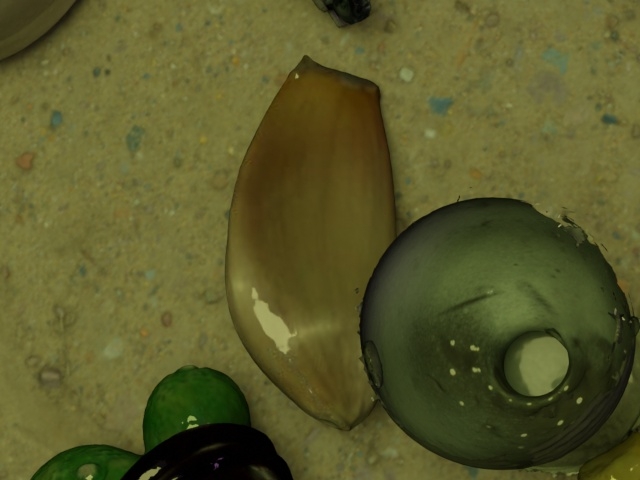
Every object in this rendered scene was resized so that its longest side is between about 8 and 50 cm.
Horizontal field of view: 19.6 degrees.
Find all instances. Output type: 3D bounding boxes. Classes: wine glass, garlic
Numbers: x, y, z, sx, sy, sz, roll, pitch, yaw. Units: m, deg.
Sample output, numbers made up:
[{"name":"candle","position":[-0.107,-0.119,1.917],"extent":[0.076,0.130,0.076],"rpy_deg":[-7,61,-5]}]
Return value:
[{"name":"wine glass","position":[0.145,0.081,1.352],"extent":[0.190,0.357,0.191],"rpy_deg":[-3,79,13]},{"name":"garlic","position":[-0.009,0.001,1.521],"extent":[0.143,0.112,0.318],"rpy_deg":[5,76,-10]}]

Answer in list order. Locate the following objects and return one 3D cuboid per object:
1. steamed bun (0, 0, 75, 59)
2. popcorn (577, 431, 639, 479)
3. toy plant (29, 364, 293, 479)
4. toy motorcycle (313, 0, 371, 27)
[{"name":"steamed bun","position":[-0.290,-0.261,1.597],"extent":[0.164,0.146,0.242],"rpy_deg":[36,89,17]},{"name":"popcorn","position":[0.277,0.271,1.353],"extent":[0.215,0.252,0.286],"rpy_deg":[5,104,43]},{"name":"toy plant","position":[-0.122,0.219,1.499],"extent":[0.218,0.175,0.235],"rpy_deg":[-44,48,-3]},{"name":"toy motorcycle","position":[-0.022,-0.274,1.567],"extent":[0.082,0.122,0.213],"rpy_deg":[-28,90,-4]}]
